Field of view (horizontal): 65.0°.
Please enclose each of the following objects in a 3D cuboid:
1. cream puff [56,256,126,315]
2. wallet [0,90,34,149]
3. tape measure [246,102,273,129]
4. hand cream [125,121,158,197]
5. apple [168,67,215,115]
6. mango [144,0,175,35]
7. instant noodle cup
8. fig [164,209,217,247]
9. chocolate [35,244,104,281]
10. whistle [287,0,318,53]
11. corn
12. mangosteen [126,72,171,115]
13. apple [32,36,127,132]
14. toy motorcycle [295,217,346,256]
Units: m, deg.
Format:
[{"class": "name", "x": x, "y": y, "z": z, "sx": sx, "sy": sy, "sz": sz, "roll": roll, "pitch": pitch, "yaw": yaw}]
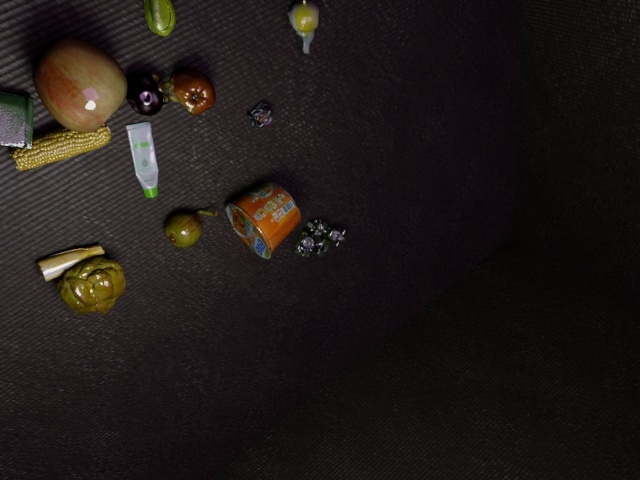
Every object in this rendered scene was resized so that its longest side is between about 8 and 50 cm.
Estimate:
[{"class": "cream puff", "x": -0.828, "y": 0.167, "z": 1.835, "sx": 0.244, "sy": 0.196, "sz": 0.244, "roll": -26, "pitch": 141, "yaw": -24}, {"class": "wallet", "x": -0.954, "y": -0.354, "z": 1.433, "sx": 0.236, "sy": 0.055, "sz": 0.160, "roll": 3, "pitch": 92, "yaw": -37}, {"class": "tape measure", "x": -0.235, "y": -0.490, "z": 1.988, "sx": 0.094, "sy": 0.054, "sz": 0.091, "roll": -35, "pitch": 138, "yaw": -8}, {"class": "hand cream", "x": -0.630, "y": -0.288, "z": 1.807, "sx": 0.079, "sy": 0.050, "sz": 0.275, "roll": -44, "pitch": 142, "yaw": -50}, {"class": "apple", "x": -0.433, "y": -0.510, "z": 1.724, "sx": 0.147, "sy": 0.158, "sz": 0.156, "roll": -35, "pitch": 132, "yaw": -19}, {"class": "mango", "x": -0.503, "y": -0.729, "z": 1.573, "sx": 0.091, "sy": 0.074, "sz": 0.164, "roll": -9, "pitch": 113, "yaw": -31}, {"class": "instant noodle cup", "x": -0.231, "y": -0.098, "z": 2.122, "sx": 0.214, "sy": 0.296, "sz": 0.296, "roll": -41, "pitch": 138, "yaw": -23}, {"class": "fig", "x": -0.530, "y": -0.065, "z": 1.995, "sx": 0.142, "sy": 0.148, "sz": 0.186, "roll": 44, "pitch": 48, "yaw": -35}, {"class": "chocolate", "x": -0.895, "y": 0.071, "z": 1.811, "sx": 0.220, "sy": 0.086, "sz": 0.085, "roll": -24, "pitch": 132, "yaw": -31}, {"class": "whistle", "x": -0.065, "y": -0.803, "z": 1.883, "sx": 0.123, "sy": 0.123, "sz": 0.223, "roll": -32, "pitch": 153, "yaw": -20}, {"class": "corn", "x": -0.810, "y": -0.310, "z": 1.587, "sx": 0.311, "sy": 0.101, "sz": 0.101, "roll": -24, "pitch": 133, "yaw": -18}, {"class": "mangosteen", "x": -0.562, "y": -0.485, "z": 1.651, "sx": 0.152, "sy": 0.137, "sz": 0.137, "roll": -28, "pitch": 134, "yaw": -19}, {"class": "apple", "x": -0.703, "y": -0.453, "z": 1.464, "sx": 0.234, "sy": 0.257, "sz": 0.256, "roll": 37, "pitch": 92, "yaw": -35}, {"class": "toy motorcycle", "x": 0.000, "y": 0.000, "z": 2.494, "sx": 0.275, "sy": 0.127, "sz": 0.205, "roll": 17, "pitch": 104, "yaw": -43}]
